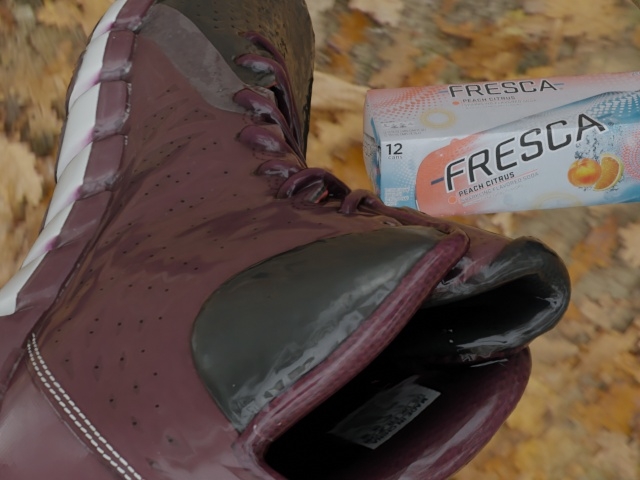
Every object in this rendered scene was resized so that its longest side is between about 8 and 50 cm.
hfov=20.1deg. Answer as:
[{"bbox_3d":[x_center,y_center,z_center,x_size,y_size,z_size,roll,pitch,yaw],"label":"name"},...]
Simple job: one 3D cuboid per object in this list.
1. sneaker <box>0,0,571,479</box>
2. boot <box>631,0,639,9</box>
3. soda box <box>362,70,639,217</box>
[{"bbox_3d":[0.000,0.000,0.521,0.162,0.281,0.106,-12,128,26],"label":"sneaker"},{"bbox_3d":[0.200,-0.122,0.530,0.213,0.077,0.165,-2,127,-42],"label":"boot"},{"bbox_3d":[0.118,-0.057,1.061,0.183,0.063,0.058,-5,126,-5],"label":"soda box"}]
